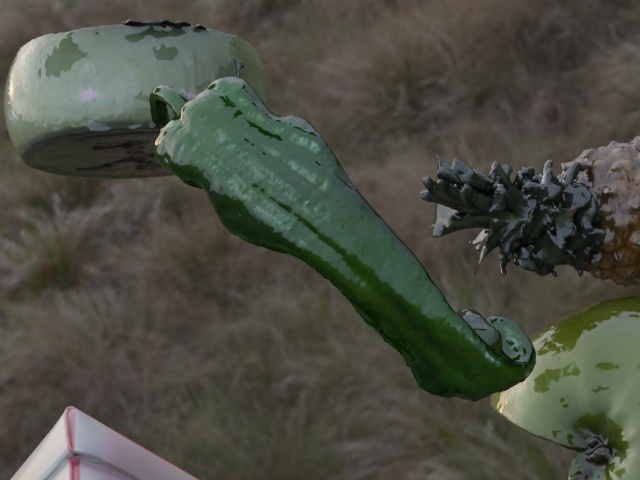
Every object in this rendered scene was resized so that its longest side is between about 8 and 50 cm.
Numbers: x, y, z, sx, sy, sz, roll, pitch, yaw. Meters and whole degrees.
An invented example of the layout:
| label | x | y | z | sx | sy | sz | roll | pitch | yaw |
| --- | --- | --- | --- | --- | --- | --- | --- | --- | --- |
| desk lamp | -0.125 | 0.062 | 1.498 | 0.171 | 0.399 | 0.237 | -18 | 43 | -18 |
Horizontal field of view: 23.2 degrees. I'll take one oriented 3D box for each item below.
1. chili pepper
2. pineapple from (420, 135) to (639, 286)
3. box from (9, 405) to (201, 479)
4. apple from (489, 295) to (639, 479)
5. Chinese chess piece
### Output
| label | x | y | z | sx | sy | sz | roll | pitch | yaw |
| --- | --- | --- | --- | --- | --- | --- | --- | --- | --- |
| chili pepper | 0.004 | -0.004 | 0.830 | 0.074 | 0.257 | 0.100 | -46 | -5 | 8 |
| pineapple | 0.240 | -0.024 | 1.496 | 0.340 | 0.169 | 0.169 | -2 | 17 | -25 |
| box | -0.209 | 0.416 | 1.537 | 0.312 | 0.314 | 0.300 | -49 | 24 | 15 |
| apple | 0.290 | 0.192 | 1.413 | 0.292 | 0.292 | 0.254 | -7 | -8 | 29 |
| Chinese chess piece | -0.158 | -0.116 | 1.339 | 0.238 | 0.092 | 0.238 | -3 | -10 | 0 |
